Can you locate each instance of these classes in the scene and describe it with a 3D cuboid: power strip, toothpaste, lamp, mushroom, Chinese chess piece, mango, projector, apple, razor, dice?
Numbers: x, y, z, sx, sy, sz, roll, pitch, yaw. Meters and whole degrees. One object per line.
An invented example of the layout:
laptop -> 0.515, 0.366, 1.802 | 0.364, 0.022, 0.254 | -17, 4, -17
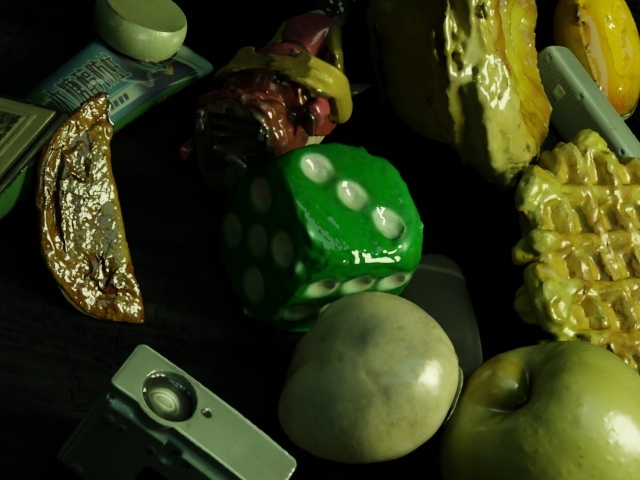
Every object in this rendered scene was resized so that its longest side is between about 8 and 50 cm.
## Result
power strip -> 0.272, -0.104, 1.976 | 0.027, 0.060, 0.253 | -17, 66, -41
toothpaste -> -0.219, -0.093, 1.641 | 0.099, 0.061, 0.392 | 35, 40, 7
lamp -> -0.025, -0.135, 1.775 | 0.118, 0.118, 0.253 | 38, 40, 0
mushroom -> 0.038, 0.117, 1.596 | 0.154, 0.122, 0.154 | -9, 47, 10
Chinese chess piece -> -0.158, -0.190, 1.736 | 0.084, 0.034, 0.084 | 21, 31, -13
mango -> 0.289, -0.196, 2.064 | 0.101, 0.066, 0.187 | 14, 53, -35
projector -> -0.108, 0.163, 1.461 | 0.147, 0.115, 0.061 | 37, 42, -1
apple -> 0.195, 0.176, 1.604 | 0.200, 0.200, 0.200 | 18, 47, -20
razor -> 0.094, 0.077, 1.711 | 0.090, 0.054, 0.148 | 7, 51, -24
dice -> 0.000, 0.000, 1.660 | 0.128, 0.131, 0.120 | -3, 59, -36

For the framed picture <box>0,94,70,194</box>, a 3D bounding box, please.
framed picture -> -0.320, -0.071, 1.530 | 0.195, 0.010, 0.199 | 14, 40, 16

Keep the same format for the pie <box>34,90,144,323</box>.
pie -> -0.192, -0.024, 1.585 | 0.088, 0.033, 0.191 | -3, 81, -45

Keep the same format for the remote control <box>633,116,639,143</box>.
remote control -> 0.499, -0.072, 2.114 | 0.377, 0.044, 0.107 | 5, 49, -31

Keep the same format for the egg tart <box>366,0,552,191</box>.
egg tart -> 0.126, -0.217, 1.852 | 0.150, 0.352, 0.352 | -4, 46, 13

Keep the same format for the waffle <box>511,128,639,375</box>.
waffle -> 0.281, 0.058, 1.800 | 0.325, 0.068, 0.302 | 40, 43, -19
